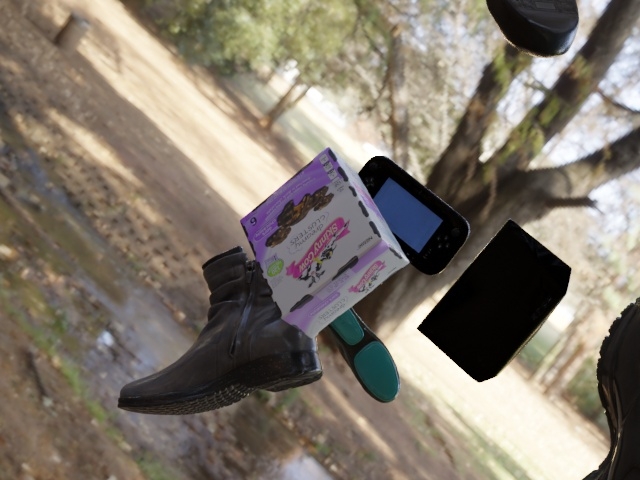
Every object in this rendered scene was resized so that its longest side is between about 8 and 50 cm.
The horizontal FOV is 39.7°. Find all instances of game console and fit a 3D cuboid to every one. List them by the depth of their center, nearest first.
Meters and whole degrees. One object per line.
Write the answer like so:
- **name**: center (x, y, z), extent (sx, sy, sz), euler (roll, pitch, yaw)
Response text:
- **game console**: center (0.176, 0.022, 1.316), extent (0.361, 0.213, 0.044), euler (41, 7, 21)

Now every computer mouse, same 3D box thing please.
- **computer mouse**: center (0.147, -0.234, 0.708), extent (0.071, 0.041, 0.242), euler (2, 58, -16)

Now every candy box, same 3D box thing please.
- **candy box**: center (0.000, 0.000, 1.154), extent (0.070, 0.165, 0.196), euler (39, 17, -44)

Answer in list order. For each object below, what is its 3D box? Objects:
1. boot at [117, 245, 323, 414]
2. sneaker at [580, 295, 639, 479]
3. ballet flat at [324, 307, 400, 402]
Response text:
- **boot**: center (-0.161, 0.139, 1.371), extent (0.118, 0.338, 0.222), euler (47, 30, -67)
- **sneaker**: center (0.297, 0.180, 0.757), extent (0.109, 0.286, 0.130), euler (10, 2, -11)
- **ballet flat**: center (0.062, 0.174, 1.480), extent (0.213, 0.072, 0.068), euler (57, -11, -3)
